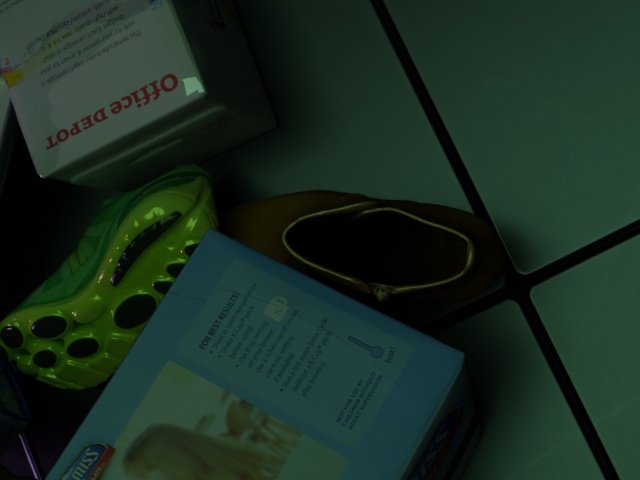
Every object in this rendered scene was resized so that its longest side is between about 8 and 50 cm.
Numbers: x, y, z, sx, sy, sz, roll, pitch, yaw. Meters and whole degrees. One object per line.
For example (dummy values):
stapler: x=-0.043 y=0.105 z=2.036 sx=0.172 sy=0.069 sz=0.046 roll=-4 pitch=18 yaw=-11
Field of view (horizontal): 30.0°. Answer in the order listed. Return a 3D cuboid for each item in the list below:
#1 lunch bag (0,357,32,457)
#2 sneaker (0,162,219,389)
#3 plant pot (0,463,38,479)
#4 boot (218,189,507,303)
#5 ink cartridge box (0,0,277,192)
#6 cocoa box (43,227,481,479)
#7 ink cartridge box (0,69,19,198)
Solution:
lunch bag: x=-0.357 y=0.165 z=1.149 sx=0.129 sy=0.096 sz=0.151 roll=-53 pitch=43 yaw=9
sneaker: x=-0.188 y=0.038 z=1.098 sx=0.295 sy=0.123 sz=0.109 roll=-37 pitch=111 yaw=29
plant pot: x=-0.367 y=0.249 z=0.958 sx=0.291 sy=0.291 sz=0.203 roll=-45 pitch=76 yaw=12
boot: x=0.001 y=0.001 z=0.967 sx=0.295 sy=0.211 sz=0.104 roll=2 pitch=87 yaw=20
ink cartridge box: x=-0.174 y=-0.181 z=1.061 sx=0.171 sy=0.168 sz=0.232 roll=-24 pitch=80 yaw=17
cocoa box: x=-0.058 y=0.213 z=0.908 sx=0.231 sy=0.228 sz=0.347 roll=26 pitch=73 yaw=20
ink cartridge box: x=-0.443 y=-0.094 z=1.088 sx=0.306 sy=0.131 sz=0.226 roll=14 pitch=104 yaw=-10
